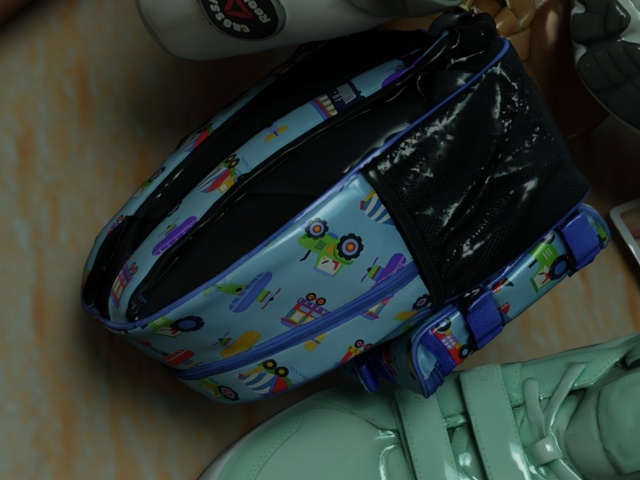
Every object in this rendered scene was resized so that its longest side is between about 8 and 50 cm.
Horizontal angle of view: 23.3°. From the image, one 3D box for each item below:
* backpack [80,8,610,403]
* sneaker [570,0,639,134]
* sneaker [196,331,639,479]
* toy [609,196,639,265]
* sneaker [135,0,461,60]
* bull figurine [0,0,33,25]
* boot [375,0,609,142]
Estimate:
[{"bbox_3d":[0.000,0.000,0.600,0.173,0.158,0.117,-39,110,-13],"label":"backpack"},{"bbox_3d":[0.230,-0.051,0.684,0.279,0.107,0.118,41,25,-6],"label":"sneaker"},{"bbox_3d":[0.080,0.072,0.593,0.256,0.151,0.094,-10,71,-23],"label":"sneaker"},{"bbox_3d":[0.248,0.061,0.716,0.137,0.056,0.237,-21,74,-27],"label":"toy"},{"bbox_3d":[0.026,-0.180,0.644,0.122,0.146,0.330,58,40,-17],"label":"sneaker"},{"bbox_3d":[-0.099,-0.204,0.658,0.310,0.101,0.188,-44,123,-25],"label":"bull figurine"},{"bbox_3d":[0.059,-0.122,0.726,0.197,0.073,0.152,42,63,6],"label":"boot"}]
